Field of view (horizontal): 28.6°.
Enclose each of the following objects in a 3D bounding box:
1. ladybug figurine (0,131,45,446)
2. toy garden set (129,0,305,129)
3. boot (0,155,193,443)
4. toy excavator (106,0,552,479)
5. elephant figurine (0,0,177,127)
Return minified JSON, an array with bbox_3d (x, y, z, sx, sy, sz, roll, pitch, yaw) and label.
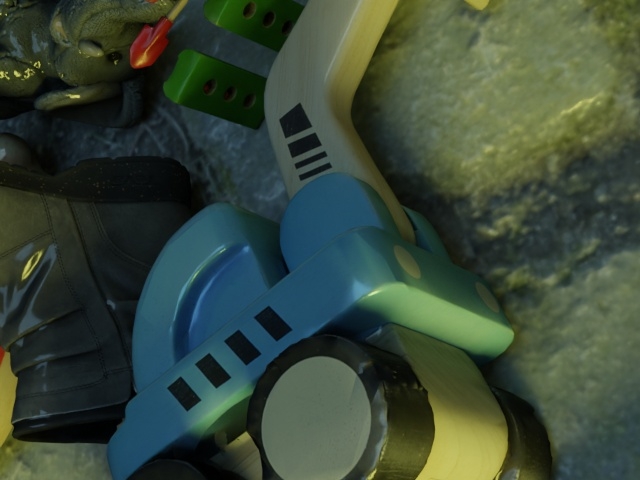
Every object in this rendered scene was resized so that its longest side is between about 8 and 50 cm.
[{"bbox_3d":[-0.408,0.085,1.167,0.305,0.162,0.449,39,105,31],"label":"ladybug figurine"},{"bbox_3d":[-0.068,-0.222,0.961,0.049,0.204,0.244,35,102,32],"label":"toy garden set"},{"bbox_3d":[-0.247,0.053,0.993,0.338,0.118,0.222,-5,74,-13],"label":"boot"},{"bbox_3d":[0.000,0.000,0.905,0.433,0.222,0.445,-40,56,21],"label":"toy excavator"},{"bbox_3d":[-0.215,-0.167,1.090,0.239,0.186,0.169,-1,120,8],"label":"elephant figurine"}]
